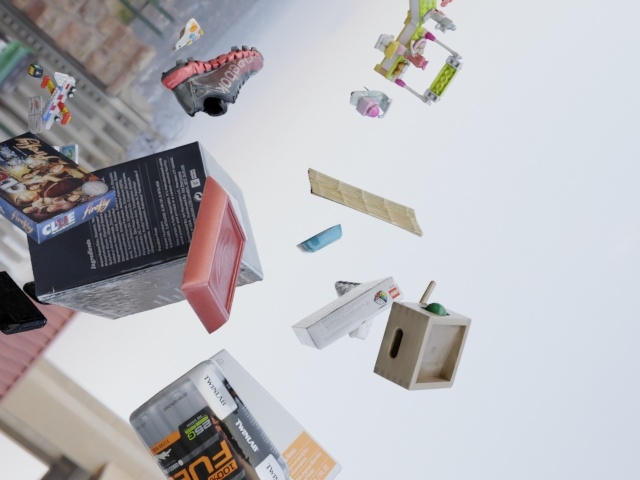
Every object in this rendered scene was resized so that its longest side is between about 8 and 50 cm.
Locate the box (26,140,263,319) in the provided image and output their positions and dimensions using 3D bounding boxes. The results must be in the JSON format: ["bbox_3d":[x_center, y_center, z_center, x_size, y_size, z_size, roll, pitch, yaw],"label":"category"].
[{"bbox_3d":[-0.446,-0.003,2.171,0.472,0.297,0.480,-17,167,4],"label":"box"}]

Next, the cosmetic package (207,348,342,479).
[{"bbox_3d":[-0.184,0.518,2.128,0.161,0.453,0.230,-50,172,23],"label":"cosmetic package"}]

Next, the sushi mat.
[{"bbox_3d":[0.112,-0.099,2.113,0.151,0.316,0.019,-94,-152,-61],"label":"sushi mat"}]

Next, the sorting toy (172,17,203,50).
[{"bbox_3d":[-0.325,-0.484,1.971,0.075,0.045,0.083,-47,-166,-13],"label":"sorting toy"}]

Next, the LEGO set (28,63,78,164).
[{"bbox_3d":[-0.542,-0.229,1.607,0.182,0.244,0.060,1,-179,40],"label":"LEGO set"}]

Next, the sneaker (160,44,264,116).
[{"bbox_3d":[-0.217,-0.344,1.811,0.276,0.135,0.098,-29,-177,-44],"label":"sneaker"}]

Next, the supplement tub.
[{"bbox_3d":[-0.189,0.394,1.509,0.193,0.316,0.193,-36,177,-2],"label":"supplement tub"}]

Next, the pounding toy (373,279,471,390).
[{"bbox_3d":[0.150,0.136,1.221,0.100,0.130,0.141,21,-82,42],"label":"pounding toy"}]

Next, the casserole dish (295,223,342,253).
[{"bbox_3d":[0.000,0.000,2.080,0.114,0.037,0.188,-28,-177,-11],"label":"casserole dish"}]

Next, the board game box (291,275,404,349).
[{"bbox_3d":[0.047,0.149,1.680,0.193,0.053,0.305,-30,179,-10],"label":"board game box"}]

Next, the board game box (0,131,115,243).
[{"bbox_3d":[-0.508,-0.100,1.460,0.165,0.243,0.042,-34,146,-43],"label":"board game box"}]

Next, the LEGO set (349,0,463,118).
[{"bbox_3d":[0.152,-0.294,1.179,0.132,0.107,0.287,-28,151,-44],"label":"LEGO set"}]

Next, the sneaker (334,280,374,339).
[{"bbox_3d":[0.088,0.173,2.127,0.292,0.110,0.118,-99,-166,-82],"label":"sneaker"}]

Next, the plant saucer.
[{"bbox_3d":[-0.212,0.037,1.718,0.259,0.048,0.258,76,21,-62],"label":"plant saucer"}]

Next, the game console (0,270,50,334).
[{"bbox_3d":[-0.807,0.163,2.356,0.361,0.213,0.044,-8,136,-58],"label":"game console"}]
